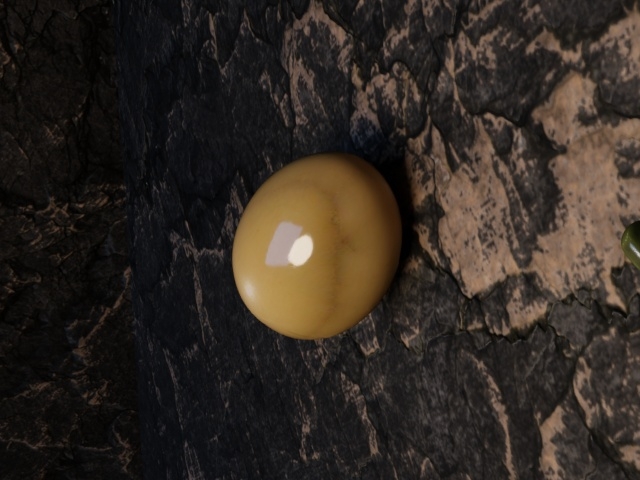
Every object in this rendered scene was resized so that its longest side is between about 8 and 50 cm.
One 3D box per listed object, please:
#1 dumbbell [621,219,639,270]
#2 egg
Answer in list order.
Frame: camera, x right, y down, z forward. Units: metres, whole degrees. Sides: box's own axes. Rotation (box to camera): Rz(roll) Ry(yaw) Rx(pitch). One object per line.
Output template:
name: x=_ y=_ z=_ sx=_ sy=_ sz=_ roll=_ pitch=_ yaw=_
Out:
dumbbell: x=0.276 y=-0.021 z=0.691 sx=0.052 sy=0.046 sz=0.118 roll=60 pitch=149 yaw=25
egg: x=0.000 y=0.000 z=1.103 sx=0.201 sy=0.201 sz=0.244 roll=62 pitch=146 yaw=32
